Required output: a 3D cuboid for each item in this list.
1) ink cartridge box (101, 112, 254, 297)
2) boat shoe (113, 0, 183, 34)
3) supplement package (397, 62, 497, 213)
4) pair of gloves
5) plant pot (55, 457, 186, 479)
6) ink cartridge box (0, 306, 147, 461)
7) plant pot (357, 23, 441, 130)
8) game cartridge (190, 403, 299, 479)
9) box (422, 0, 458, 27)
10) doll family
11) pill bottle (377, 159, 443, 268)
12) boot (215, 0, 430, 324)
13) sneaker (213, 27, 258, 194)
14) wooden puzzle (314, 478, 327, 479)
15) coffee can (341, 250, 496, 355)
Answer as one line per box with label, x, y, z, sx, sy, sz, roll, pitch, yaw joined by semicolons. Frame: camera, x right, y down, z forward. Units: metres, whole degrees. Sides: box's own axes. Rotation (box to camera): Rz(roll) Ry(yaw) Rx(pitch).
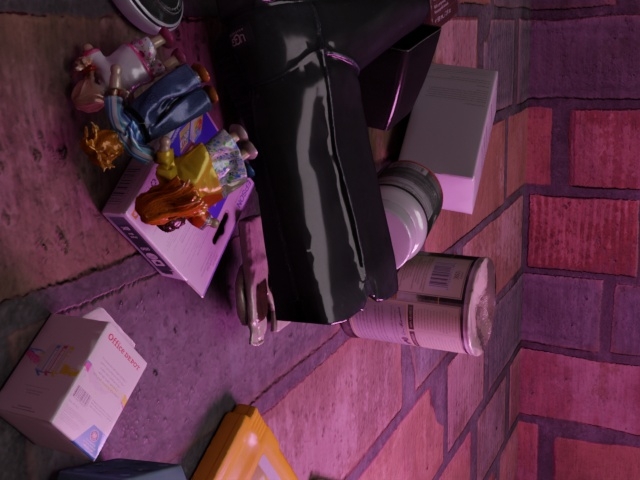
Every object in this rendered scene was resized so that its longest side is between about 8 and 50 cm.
ink cartridge box;-0.182;-0.060;1.039;0.208;0.045;0.206;58;45;-49
boat shoe;-0.204;-0.385;0.871;0.113;0.105;0.306;-52;138;-47
supplement package;0.298;-0.238;1.784;0.175;0.178;0.293;69;35;-63
pair of gloves;-0.077;0.057;1.236;0.240;0.042;0.204;-9;102;-74
plant pot;-0.236;0.384;0.895;0.165;0.166;0.234;13;77;-63
ink cartridge box;-0.272;0.153;0.853;0.143;0.090;0.092;-66;148;-34
plant pot;0.098;-0.310;1.415;0.188;0.187;0.167;-44;144;-53
game cartridge;-0.128;0.464;1.239;0.285;0.053;0.323;-63;147;-37
box;0.161;-0.522;1.497;0.168;0.167;0.203;-48;136;-50
doll family;-0.179;-0.114;0.871;0.163;0.118;0.263;-38;111;-18
pill bottle;0.143;-0.048;1.517;0.283;0.161;0.161;-49;137;-61
boot;0.053;-0.137;1.077;0.367;0.146;0.445;-16;94;-36
sneaker;-0.054;-0.181;1.170;0.131;0.112;0.319;-47;128;-55
wooden puzzle;0.021;0.611;1.567;0.239;0.044;0.221;41;59;-58
coffee can;0.201;0.120;1.576;0.201;0.275;0.201;-21;114;-61
